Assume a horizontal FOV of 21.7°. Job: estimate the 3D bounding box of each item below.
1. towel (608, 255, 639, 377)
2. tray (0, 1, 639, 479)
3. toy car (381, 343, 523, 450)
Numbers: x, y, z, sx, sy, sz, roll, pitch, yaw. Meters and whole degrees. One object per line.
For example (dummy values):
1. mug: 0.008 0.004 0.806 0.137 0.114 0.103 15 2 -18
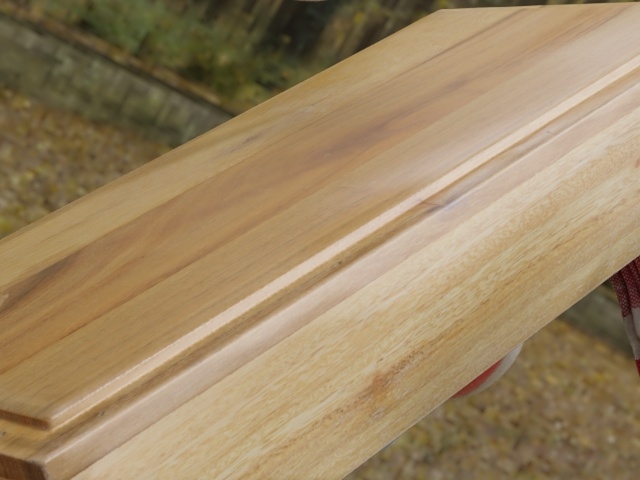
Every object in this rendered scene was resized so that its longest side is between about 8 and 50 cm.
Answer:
1. towel: 0.258 0.126 0.841 0.237 0.329 0.037 -8 -8 -39
2. tray: -0.002 -0.001 0.683 0.203 0.076 0.411 5 30 46
3. toy car: 0.000 0.000 1.017 0.238 0.219 0.210 5 48 -46
